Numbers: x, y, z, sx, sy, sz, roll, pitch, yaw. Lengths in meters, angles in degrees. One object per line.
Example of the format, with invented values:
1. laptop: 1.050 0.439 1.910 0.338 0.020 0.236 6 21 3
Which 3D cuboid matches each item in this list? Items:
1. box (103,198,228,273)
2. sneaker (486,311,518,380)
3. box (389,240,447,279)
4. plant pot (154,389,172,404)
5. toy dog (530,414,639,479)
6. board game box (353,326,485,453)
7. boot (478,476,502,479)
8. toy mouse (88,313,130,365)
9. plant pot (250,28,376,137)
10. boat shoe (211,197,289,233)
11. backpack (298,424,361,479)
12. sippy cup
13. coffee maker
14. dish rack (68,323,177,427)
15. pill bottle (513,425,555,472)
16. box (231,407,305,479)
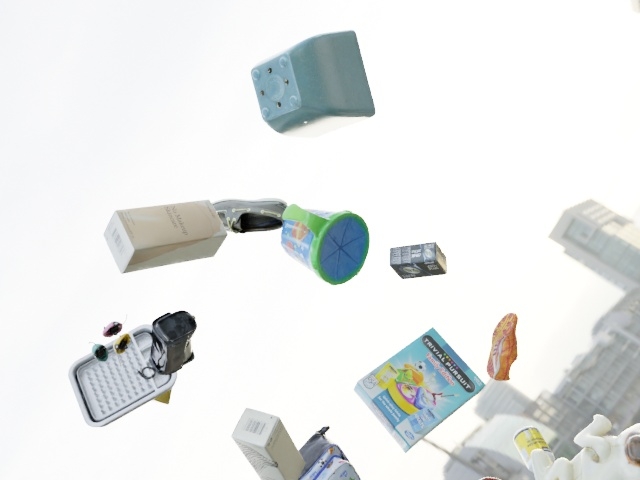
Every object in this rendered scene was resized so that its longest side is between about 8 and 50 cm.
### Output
1. box: -0.440 -0.016 2.080 0.311 0.148 0.121 -12 -28 -42
2. sneaker: 0.465 0.265 1.817 0.067 0.064 0.175 13 -86 -20
3. box: 0.361 0.076 2.676 0.147 0.180 0.078 45 -138 -56
4. plant pot: -0.585 0.533 2.573 0.083 0.081 0.082 27 -113 -53
5. toy dog: 0.859 0.685 2.109 0.408 0.284 0.395 -45 8 29
6. board game box: 0.313 0.464 2.295 0.336 0.254 0.079 -31 -23 -26
7. boot: 0.450 0.695 1.915 0.236 0.085 0.178 17 -41 -23
8. toy mouse: -0.576 0.268 1.955 0.143 0.031 0.161 5 -70 -56
9. plant pot: -0.043 -0.417 1.962 0.252 0.247 0.247 -15 -89 -50
10. boat shoe: -0.255 -0.074 2.365 0.091 0.304 0.109 -90 -7 -50
11. backpack: 0.012 0.767 2.248 0.276 0.213 0.263 -42 -53 -16
12. sippy cup: 0.000 0.000 2.291 0.240 0.224 0.306 -26 -59 -35
13. coffee maker: -0.433 0.303 2.074 0.171 0.120 0.178 -54 -12 -38
14. dish rack: -0.662 0.464 2.459 0.332 0.286 0.072 -28 -36 -12
15. pill bottle: 0.777 0.769 2.613 0.103 0.184 0.103 -8 -54 -11
16. box: -0.138 0.569 1.969 0.094 0.113 0.275 -62 -33 -34
